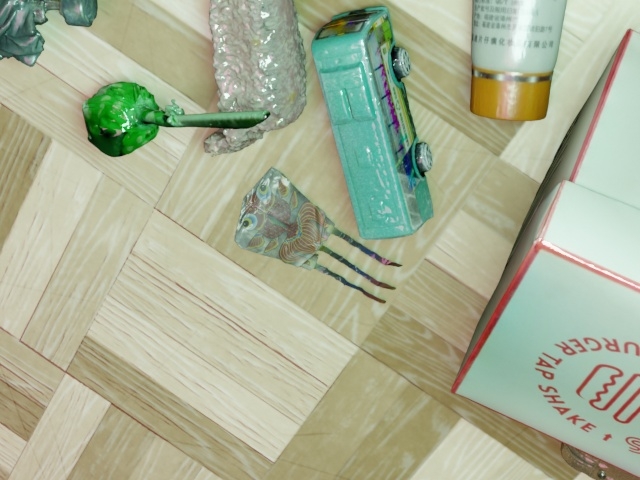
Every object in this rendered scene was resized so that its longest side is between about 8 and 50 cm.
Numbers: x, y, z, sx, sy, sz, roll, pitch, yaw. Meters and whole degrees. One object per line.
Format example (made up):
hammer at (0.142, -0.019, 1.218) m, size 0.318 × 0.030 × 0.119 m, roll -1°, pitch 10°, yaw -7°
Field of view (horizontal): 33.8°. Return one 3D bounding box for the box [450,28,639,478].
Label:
box at (0.348, 0.036, 1.038) m, size 0.312 × 0.300 × 0.314 m, roll 24°, pitch 148°, yaw 6°

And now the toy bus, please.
toy bus at (0.064, -0.133, 1.222) m, size 0.091 × 0.109 × 0.262 m, roll -7°, pitch 110°, yaw 28°

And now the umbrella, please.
umbrella at (-0.437, -0.292, 1.320) m, size 0.348 × 0.094 × 0.143 m, roll 2°, pitch 108°, yaw 15°

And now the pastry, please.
pastry at (-0.073, -0.213, 1.229) m, size 0.112 × 0.103 × 0.265 m, roll 22°, pitch 125°, yaw 24°

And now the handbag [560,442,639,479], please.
handbag at (0.391, 0.243, 1.258) m, size 0.193 × 0.151 × 0.072 m, roll 22°, pitch 122°, yaw 6°

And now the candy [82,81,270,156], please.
candy at (-0.168, -0.145, 1.243) m, size 0.323 × 0.097 × 0.097 m, roll 7°, pitch 119°, yaw 44°

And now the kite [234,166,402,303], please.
kite at (-0.001, 0.001, 1.356) m, size 0.229 × 0.016 × 0.127 m, roll 27°, pitch 123°, yaw 6°

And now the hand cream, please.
hand cream at (0.207, -0.287, 1.113) m, size 0.139 × 0.089 × 0.314 m, roll 14°, pitch 113°, yaw 22°
